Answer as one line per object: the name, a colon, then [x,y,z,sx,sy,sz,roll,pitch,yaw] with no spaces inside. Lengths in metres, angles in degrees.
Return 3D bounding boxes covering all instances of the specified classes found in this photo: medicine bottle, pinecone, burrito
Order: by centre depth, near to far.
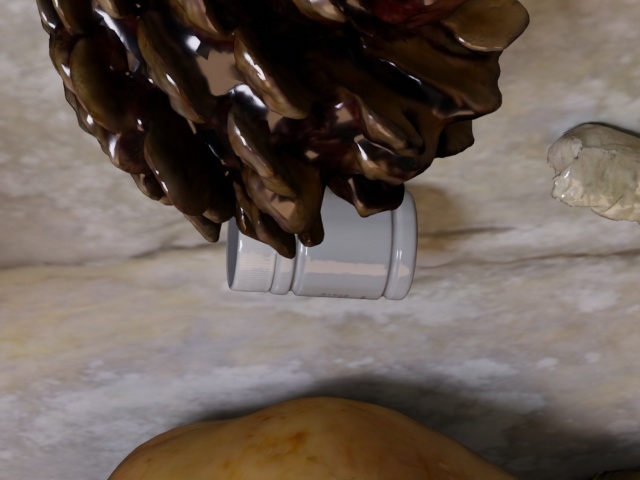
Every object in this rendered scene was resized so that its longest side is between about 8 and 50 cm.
pinecone: [-0.005,-0.097,0.710,0.204,0.179,0.184,-27,165,7]
burrito: [0.182,-0.024,0.940,0.149,0.055,0.041,13,113,-20]
medicine bottle: [0.000,0.000,0.952,0.091,0.058,0.058,3,146,-9]

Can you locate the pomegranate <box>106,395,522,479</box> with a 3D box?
pomegranate: [0.012,0.291,1.132,0.411,0.411,0.411,-2,147,-1]

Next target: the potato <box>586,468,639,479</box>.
potato: [0.224,0.230,1.276,0.149,0.113,0.251,-17,152,14]
